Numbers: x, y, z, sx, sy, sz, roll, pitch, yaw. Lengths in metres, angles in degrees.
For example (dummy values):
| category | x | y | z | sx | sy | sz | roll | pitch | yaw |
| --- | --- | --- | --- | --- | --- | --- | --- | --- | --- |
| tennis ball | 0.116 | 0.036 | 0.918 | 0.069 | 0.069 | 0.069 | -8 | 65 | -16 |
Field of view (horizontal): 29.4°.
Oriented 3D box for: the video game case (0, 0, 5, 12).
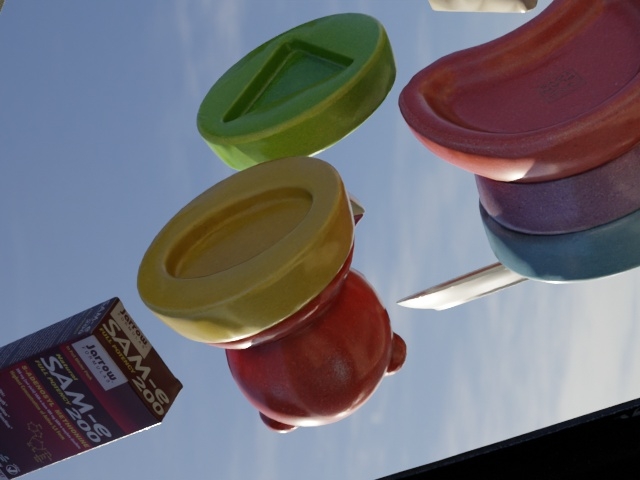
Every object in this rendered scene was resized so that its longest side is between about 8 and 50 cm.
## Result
| category | x | y | z | sx | sy | sz | roll | pitch | yaw |
| --- | --- | --- | --- | --- | --- | --- | --- | --- | --- |
| video game case | -0.313 | -0.157 | 0.796 | 0.193 | 0.023 | 0.212 | 27 | -117 | -29 |

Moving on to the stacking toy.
| category | x | y | z | sx | sy | sz | roll | pitch | yaw |
| --- | --- | --- | --- | --- | --- | --- | --- | --- | --- |
| stacking toy | 0.065 | -0.040 | 0.705 | 0.130 | 0.309 | 0.279 | 59 | -166 | -30 |

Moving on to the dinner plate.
| category | x | y | z | sx | sy | sz | roll | pitch | yaw |
| --- | --- | --- | --- | --- | --- | --- | --- | --- | --- |
| dinner plate | 0.119 | 0.023 | 0.810 | 0.141 | 0.141 | 0.017 | -12 | -99 | -67 |

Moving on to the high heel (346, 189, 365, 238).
| category | x | y | z | sx | sy | sz | roll | pitch | yaw |
| --- | --- | --- | --- | --- | --- | --- | --- | --- | --- |
| high heel | 0.000 | 0.000 | 1.592 | 0.117 | 0.082 | 0.244 | -55 | 16 | 18 |

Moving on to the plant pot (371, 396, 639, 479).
| category | x | y | z | sx | sy | sz | roll | pitch | yaw |
| --- | --- | --- | --- | --- | --- | --- | --- | --- | --- |
| plant pot | 0.123 | 0.207 | 0.539 | 0.167 | 0.188 | 0.187 | 47 | -146 | -33 |

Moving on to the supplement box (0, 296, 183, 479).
| category | x | y | z | sx | sy | sz | roll | pitch | yaw |
| --- | --- | --- | --- | --- | --- | --- | --- | --- | --- |
| supplement box | -0.285 | 0.165 | 1.323 | 0.130 | 0.239 | 0.073 | 56 | -152 | -18 |
